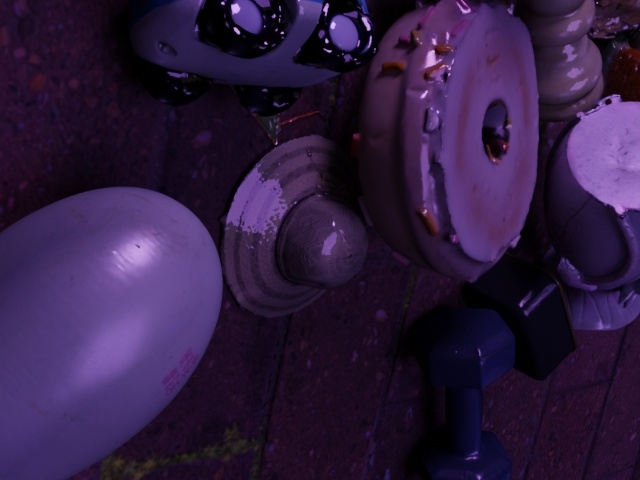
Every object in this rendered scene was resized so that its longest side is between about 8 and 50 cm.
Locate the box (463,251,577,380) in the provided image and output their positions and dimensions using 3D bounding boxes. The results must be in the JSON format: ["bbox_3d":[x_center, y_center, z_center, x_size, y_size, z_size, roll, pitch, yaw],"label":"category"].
[{"bbox_3d":[0.322,0.125,1.606,0.090,0.144,0.201,-43,134,-20],"label":"box"}]

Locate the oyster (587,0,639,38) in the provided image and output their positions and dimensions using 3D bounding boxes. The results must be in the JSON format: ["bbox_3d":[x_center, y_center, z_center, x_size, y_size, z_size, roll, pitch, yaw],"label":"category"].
[{"bbox_3d":[0.462,-0.423,1.512,0.351,0.115,0.238,21,95,-25],"label":"oyster"}]

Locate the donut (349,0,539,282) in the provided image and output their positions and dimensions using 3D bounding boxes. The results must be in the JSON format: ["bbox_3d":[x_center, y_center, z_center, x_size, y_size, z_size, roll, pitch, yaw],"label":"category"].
[{"bbox_3d":[0.167,-0.137,1.276,0.382,0.142,0.383,-13,105,-58],"label":"donut"}]

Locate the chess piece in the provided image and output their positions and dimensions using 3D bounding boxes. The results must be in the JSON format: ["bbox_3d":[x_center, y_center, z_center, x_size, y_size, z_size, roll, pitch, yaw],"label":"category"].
[{"bbox_3d":[0.327,-0.306,1.389,0.144,0.144,0.251,-45,144,-22],"label":"chess piece"}]

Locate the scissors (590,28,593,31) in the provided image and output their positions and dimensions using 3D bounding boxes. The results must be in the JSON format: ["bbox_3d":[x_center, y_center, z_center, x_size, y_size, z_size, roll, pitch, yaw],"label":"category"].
[{"bbox_3d":[0.429,-0.350,1.599,0.113,0.012,0.039,-30,126,-34],"label":"scissors"}]

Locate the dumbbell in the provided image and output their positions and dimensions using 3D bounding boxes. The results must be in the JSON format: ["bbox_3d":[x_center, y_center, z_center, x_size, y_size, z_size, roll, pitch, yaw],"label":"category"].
[{"bbox_3d":[0.227,0.266,1.570,0.144,0.160,0.325,-55,146,-56],"label":"dumbbell"}]

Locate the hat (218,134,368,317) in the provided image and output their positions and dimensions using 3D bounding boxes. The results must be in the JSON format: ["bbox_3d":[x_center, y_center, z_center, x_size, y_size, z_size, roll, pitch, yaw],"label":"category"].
[{"bbox_3d":[0.000,0.000,1.242,0.252,0.110,0.252,-23,124,-39],"label":"hat"}]

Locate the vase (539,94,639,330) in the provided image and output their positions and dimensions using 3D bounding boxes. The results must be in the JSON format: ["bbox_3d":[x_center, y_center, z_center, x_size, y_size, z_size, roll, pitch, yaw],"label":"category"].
[{"bbox_3d":[0.451,-0.019,1.541,0.250,0.250,0.445,-50,158,-18],"label":"vase"}]

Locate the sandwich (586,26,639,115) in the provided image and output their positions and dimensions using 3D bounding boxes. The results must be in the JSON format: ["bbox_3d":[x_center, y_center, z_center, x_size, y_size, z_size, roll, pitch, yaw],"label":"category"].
[{"bbox_3d":[0.511,-0.201,1.625,0.109,0.212,0.292,3,118,-32],"label":"sandwich"}]

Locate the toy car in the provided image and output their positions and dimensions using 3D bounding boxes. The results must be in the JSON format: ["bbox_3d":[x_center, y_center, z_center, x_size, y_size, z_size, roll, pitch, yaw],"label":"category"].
[{"bbox_3d":[-0.072,-0.243,1.013,0.255,0.188,0.190,-2,79,-37],"label":"toy car"}]

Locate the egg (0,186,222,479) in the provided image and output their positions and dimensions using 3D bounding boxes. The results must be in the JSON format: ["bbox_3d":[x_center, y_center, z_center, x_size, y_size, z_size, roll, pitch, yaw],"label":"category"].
[{"bbox_3d":[-0.253,0.102,0.940,0.371,0.230,0.230,-44,134,-16],"label":"egg"}]

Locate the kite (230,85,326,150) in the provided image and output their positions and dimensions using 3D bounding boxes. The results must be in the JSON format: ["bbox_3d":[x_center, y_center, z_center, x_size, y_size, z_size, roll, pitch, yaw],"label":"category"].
[{"bbox_3d":[-0.026,-0.207,1.200,0.244,0.006,0.198,-13,116,-42],"label":"kite"}]
